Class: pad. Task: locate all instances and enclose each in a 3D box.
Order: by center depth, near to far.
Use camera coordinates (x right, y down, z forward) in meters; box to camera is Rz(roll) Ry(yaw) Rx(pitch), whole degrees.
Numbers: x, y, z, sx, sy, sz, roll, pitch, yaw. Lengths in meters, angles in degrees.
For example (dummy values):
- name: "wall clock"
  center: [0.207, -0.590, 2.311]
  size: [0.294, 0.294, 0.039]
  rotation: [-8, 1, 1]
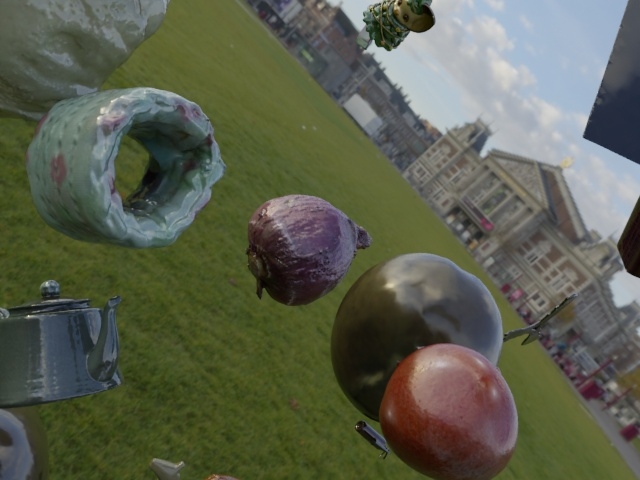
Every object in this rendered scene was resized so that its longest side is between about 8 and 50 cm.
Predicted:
- name: "pad"
  center: [0.261, -0.117, 0.398]
  size: [0.127, 0.190, 0.004]
  rotation: [26, -19, 1]

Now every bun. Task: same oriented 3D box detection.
- name: "bun"
  center: [-0.371, -0.313, 0.820]
  size: [0.211, 0.359, 0.360]
  rotation: [55, 5, -36]

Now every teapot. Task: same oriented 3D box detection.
- name: "teapot"
  center: [-0.354, 0.126, 0.752]
  size: [0.162, 0.239, 0.149]
  rotation: [1, 82, -68]

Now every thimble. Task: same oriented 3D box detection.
- name: "thimble"
  center: [-0.228, -0.089, 0.707]
  size: [0.149, 0.186, 0.211]
  rotation: [6, 17, 36]

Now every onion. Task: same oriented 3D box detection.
- name: "onion"
  center: [0.000, 0.000, 1.396]
  size: [0.159, 0.348, 0.267]
  rotation: [-28, -99, 65]

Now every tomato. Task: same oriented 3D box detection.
- name: "tomato"
  center: [0.156, 0.218, 0.702]
  size: [0.167, 0.167, 0.167]
  rotation: [45, 11, -12]

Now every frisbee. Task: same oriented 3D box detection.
- name: "frisbee"
  center: [0.476, 0.194, 1.311]
  size: [0.187, 0.211, 0.012]
  rotation: [-9, 53, -32]

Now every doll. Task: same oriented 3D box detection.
- name: "doll"
  center: [0.126, -0.328, 0.841]
  size: [0.076, 0.113, 0.078]
  rotation: [-25, 94, -62]

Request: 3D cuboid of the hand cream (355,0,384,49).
- name: "hand cream"
  center: [0.169, -0.546, 1.278]
  size: [0.050, 0.275, 0.079]
  rotation: [38, 16, -1]

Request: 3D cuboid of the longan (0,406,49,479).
- name: "longan"
  center: [-0.650, 0.410, 0.987]
  size: [0.404, 0.335, 0.405]
  rotation: [0, 90, -80]

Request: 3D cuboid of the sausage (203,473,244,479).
- name: "sausage"
  center: [-0.113, 0.551, 1.143]
  size: [0.302, 0.076, 0.103]
  rotation: [40, 7, -10]

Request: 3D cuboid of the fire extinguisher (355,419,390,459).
- name: "fire extinguisher"
  center: [0.107, 0.376, 1.085]
  size: [0.100, 0.032, 0.046]
  rotation: [46, -26, -24]

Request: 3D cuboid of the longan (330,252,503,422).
- name: "longan"
  center: [0.169, 0.179, 1.062]
  size: [0.319, 0.319, 0.319]
  rotation: [45, 11, -12]

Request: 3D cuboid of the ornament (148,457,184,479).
- name: "ornament"
  center: [-0.448, 0.669, 1.460]
  size: [0.061, 0.244, 0.231]
  rotation: [-157, -124, -70]

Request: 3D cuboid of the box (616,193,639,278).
- name: "box"
  center: [0.392, -0.053, 0.578]
  size: [0.224, 0.120, 0.069]
  rotation: [87, 5, -48]
